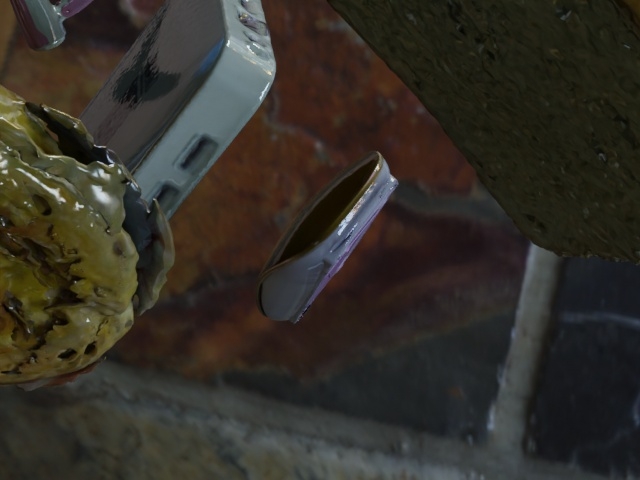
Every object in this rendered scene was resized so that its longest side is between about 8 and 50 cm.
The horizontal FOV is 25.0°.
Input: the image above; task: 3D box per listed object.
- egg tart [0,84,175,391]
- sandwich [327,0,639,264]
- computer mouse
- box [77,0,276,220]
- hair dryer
[{"bbox_3d":[-0.233,-0.019,0.875,0.297,0.297,0.132,-1,48,8],"label":"egg tart"},{"bbox_3d":[0.110,-0.091,0.596,0.095,0.273,0.249,-45,107,-9],"label":"sandwich"},{"bbox_3d":[0.000,0.000,1.524,0.072,0.310,0.158,38,73,3],"label":"computer mouse"},{"bbox_3d":[-0.191,-0.129,1.656,0.373,0.090,0.367,-49,25,18],"label":"box"},{"bbox_3d":[-0.334,-0.328,1.925,0.154,0.106,0.054,-25,31,-14],"label":"hair dryer"}]
